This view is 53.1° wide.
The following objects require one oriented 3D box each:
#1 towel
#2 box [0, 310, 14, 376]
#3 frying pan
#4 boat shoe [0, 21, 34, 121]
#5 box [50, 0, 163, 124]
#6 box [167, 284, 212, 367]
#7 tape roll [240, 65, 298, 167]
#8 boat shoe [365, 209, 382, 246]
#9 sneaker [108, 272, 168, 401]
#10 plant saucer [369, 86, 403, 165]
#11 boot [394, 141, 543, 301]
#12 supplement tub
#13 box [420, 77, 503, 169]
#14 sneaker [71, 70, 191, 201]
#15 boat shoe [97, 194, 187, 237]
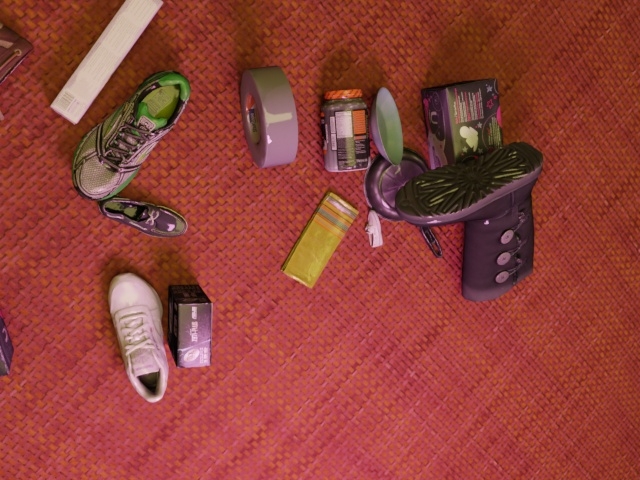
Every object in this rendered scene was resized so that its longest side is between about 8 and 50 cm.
[{"bbox_3d":[0.000,0.000,1.627,0.102,0.021,0.237,32,88,-21],"label":"towel"},{"bbox_3d":[-0.795,0.220,1.310,0.270,0.143,0.165,-15,106,-18],"label":"box"},{"bbox_3d":[0.220,-0.084,1.681,0.197,0.053,0.326,-15,101,-16],"label":"frying pan"},{"bbox_3d":[-0.692,-0.273,1.275,0.123,0.123,0.342,31,80,-25],"label":"boat shoe"},{"bbox_3d":[-0.456,-0.396,1.366,0.067,0.063,0.324,35,87,-23],"label":"box"},{"bbox_3d":[-0.301,0.192,1.465,0.078,0.180,0.147,0,100,-20],"label":"box"},{"bbox_3d":[-0.118,-0.274,1.428,0.072,0.219,0.219,-12,104,-18],"label":"tape roll"},{"bbox_3d":[0.134,-0.029,1.664,0.035,0.035,0.100,-19,112,-19],"label":"boat shoe"},{"bbox_3d":[-0.400,0.221,1.451,0.114,0.152,0.305,-16,103,-15],"label":"sneaker"},{"bbox_3d":[0.156,-0.277,1.578,0.037,0.195,0.195,-8,106,24],"label":"plant saucer"},{"bbox_3d":[0.378,-0.004,1.626,0.367,0.146,0.445,-18,141,-4],"label":"boot"},{"bbox_3d":[0.060,-0.266,1.549,0.117,0.117,0.190,-8,102,-19],"label":"supplement tub"},{"bbox_3d":[0.359,-0.276,1.631,0.142,0.163,0.247,-12,104,-13],"label":"box"},{"bbox_3d":[-0.406,-0.233,1.363,0.134,0.146,0.343,37,83,-20],"label":"sneaker"},{"bbox_3d":[-0.399,-0.051,1.448,0.206,0.065,0.075,20,94,-22],"label":"boat shoe"}]
